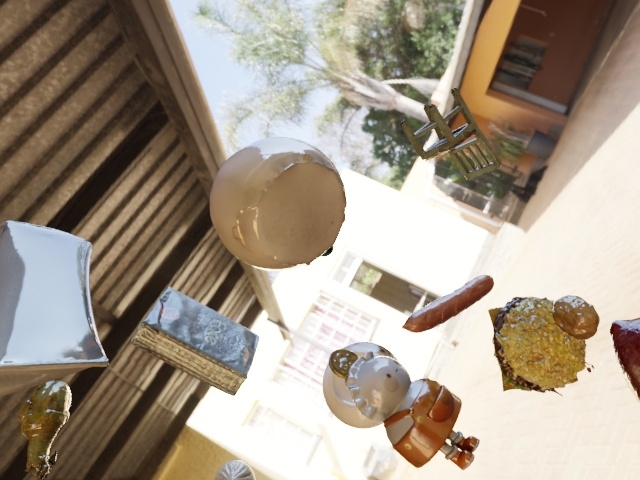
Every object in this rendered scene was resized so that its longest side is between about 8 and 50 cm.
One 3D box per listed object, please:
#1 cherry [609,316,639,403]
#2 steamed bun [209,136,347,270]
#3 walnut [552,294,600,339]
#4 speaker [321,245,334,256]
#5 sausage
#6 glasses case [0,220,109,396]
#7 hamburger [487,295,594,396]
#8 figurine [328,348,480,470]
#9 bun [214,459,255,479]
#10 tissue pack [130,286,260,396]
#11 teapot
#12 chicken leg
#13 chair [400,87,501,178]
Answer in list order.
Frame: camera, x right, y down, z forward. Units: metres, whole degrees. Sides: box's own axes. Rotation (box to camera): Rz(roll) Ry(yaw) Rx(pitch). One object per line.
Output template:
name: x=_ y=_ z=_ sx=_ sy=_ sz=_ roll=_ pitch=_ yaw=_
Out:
cherry: x=0.739 y=0.272 z=1.025 sx=0.230 sy=0.300 sz=0.203 roll=-19 pitch=-34 yaw=-44
steamed bun: x=-0.114 y=-0.088 z=1.115 sx=0.309 sy=0.309 sz=0.309 roll=-57 pitch=-15 yaw=-25
walnut: x=0.519 y=0.155 z=1.008 sx=0.082 sy=0.096 sz=0.079 roll=-26 pitch=-56 yaw=-8
speaker: x=-0.005 y=0.002 z=1.538 sx=0.060 sy=0.094 sz=0.075 roll=-42 pitch=-36 yaw=-4
sausage: x=0.459 y=0.224 z=1.743 sx=0.433 sy=0.088 sz=0.088 roll=-23 pitch=-34 yaw=-26
glasses case: x=-0.343 y=0.081 z=0.612 sx=0.128 sy=0.308 sz=0.083 roll=4 pitch=-63 yaw=-30
hamburger: x=0.532 y=0.248 z=1.188 sx=0.138 sy=0.261 sz=0.243 roll=137 pitch=126 yaw=-70
figurine: x=0.131 y=0.272 z=0.822 sx=0.143 sy=0.271 sz=0.143 roll=-53 pitch=-24 yaw=-36
bun: x=-0.283 y=0.797 z=1.632 sx=0.138 sy=0.138 sz=0.094 roll=-59 pitch=-8 yaw=-19
tissue pack: x=-0.337 y=0.277 z=1.391 sx=0.103 sy=0.315 sz=0.228 roll=-56 pitch=10 yaw=18
teapot: x=0.114 y=0.356 z=1.204 sx=0.204 sy=0.298 sz=0.139 roll=-53 pitch=-34 yaw=-11
chicken leg: x=-0.627 y=0.422 z=1.118 sx=0.088 sy=0.103 sz=0.228 roll=111 pitch=158 yaw=-49
chair: x=0.378 y=-0.278 z=1.441 sx=0.147 sy=0.270 sz=0.136 roll=-40 pitch=12 yaw=-33
